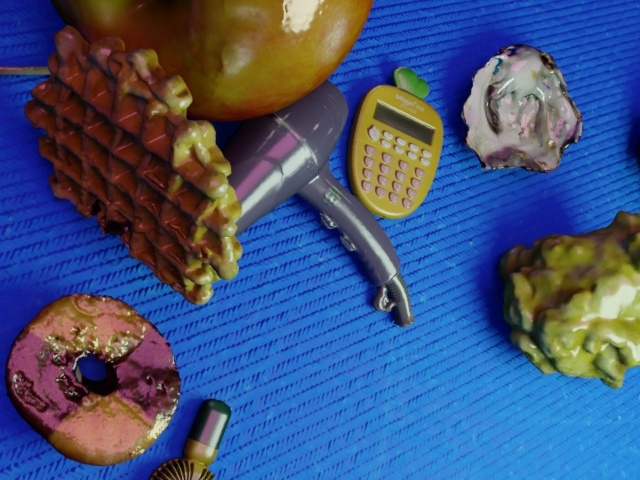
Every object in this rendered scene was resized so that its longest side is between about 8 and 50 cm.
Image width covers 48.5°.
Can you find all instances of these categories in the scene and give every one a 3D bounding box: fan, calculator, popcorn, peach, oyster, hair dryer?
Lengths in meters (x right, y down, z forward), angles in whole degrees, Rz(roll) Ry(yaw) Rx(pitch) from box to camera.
[{"bbox_3d":[-0.145,0.257,0.819,0.082,0.039,0.155,27,67,-18],"label":"fan"},{"bbox_3d":[0.111,-0.144,1.041,0.146,0.032,0.235,22,71,-21],"label":"calculator"},{"bbox_3d":[0.392,0.095,1.031,0.250,0.235,0.242,-11,75,12],"label":"popcorn"},{"bbox_3d":[-0.110,-0.326,0.794,0.388,0.388,0.388,6,76,-25],"label":"peach"},{"bbox_3d":[0.306,-0.204,1.124,0.222,0.083,0.214,-9,79,-22],"label":"oyster"},{"bbox_3d":[0.000,0.000,0.924,0.361,0.121,0.301,45,72,-16],"label":"hair dryer"}]

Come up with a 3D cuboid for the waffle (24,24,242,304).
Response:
[{"bbox_3d":[-0.197,-0.073,0.750,0.065,0.283,0.309,-35,111,-44],"label":"waffle"}]

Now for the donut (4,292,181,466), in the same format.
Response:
[{"bbox_3d":[-0.246,0.150,0.774,0.184,0.073,0.166,36,66,-14],"label":"donut"}]

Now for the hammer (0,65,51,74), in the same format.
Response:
[{"bbox_3d":[-0.379,-0.206,0.819,0.195,0.028,0.060,-7,76,-26],"label":"hammer"}]

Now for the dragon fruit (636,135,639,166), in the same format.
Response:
[{"bbox_3d":[0.643,-0.121,1.220,0.198,0.218,0.273,11,73,24],"label":"dragon fruit"}]
